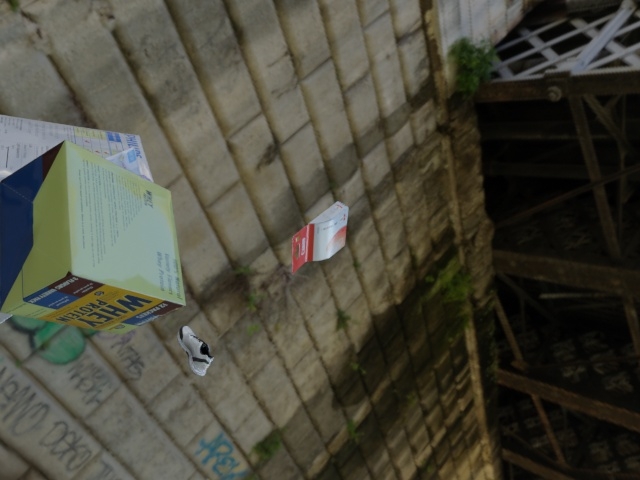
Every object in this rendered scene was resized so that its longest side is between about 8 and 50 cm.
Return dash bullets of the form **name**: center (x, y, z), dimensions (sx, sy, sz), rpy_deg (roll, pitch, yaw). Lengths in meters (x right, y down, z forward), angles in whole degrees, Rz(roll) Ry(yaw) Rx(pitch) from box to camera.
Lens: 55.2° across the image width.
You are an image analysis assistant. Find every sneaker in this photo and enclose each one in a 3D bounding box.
- **sneaker**: center (-0.219, 0.188, 1.089), dimensions (0.040, 0.043, 0.109), rpy_deg (20, 24, -48)

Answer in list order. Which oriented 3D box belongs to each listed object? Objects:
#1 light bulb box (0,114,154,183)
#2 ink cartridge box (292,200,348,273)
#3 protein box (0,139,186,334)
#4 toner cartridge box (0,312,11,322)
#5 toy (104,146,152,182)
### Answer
- **light bulb box**: center (-0.618, -0.119, 1.485), dimensions (0.358, 0.361, 0.225), rpy_deg (56, -47, 51)
- **ink cartridge box**: center (0.000, 0.000, 1.582), dimensions (0.045, 0.179, 0.145), rpy_deg (30, -38, 24)
- **protein box**: center (-0.318, 0.006, 0.862), dimensions (0.201, 0.136, 0.199), rpy_deg (29, 42, -56)
- **toner cartridge box**: center (-0.610, 0.098, 0.961), dimensions (0.075, 0.348, 0.165), rpy_deg (13, -42, 59)
- **toy**: center (-0.346, -0.059, 1.205), dimensions (0.056, 0.137, 0.237), rpy_deg (-5, -72, 8)
